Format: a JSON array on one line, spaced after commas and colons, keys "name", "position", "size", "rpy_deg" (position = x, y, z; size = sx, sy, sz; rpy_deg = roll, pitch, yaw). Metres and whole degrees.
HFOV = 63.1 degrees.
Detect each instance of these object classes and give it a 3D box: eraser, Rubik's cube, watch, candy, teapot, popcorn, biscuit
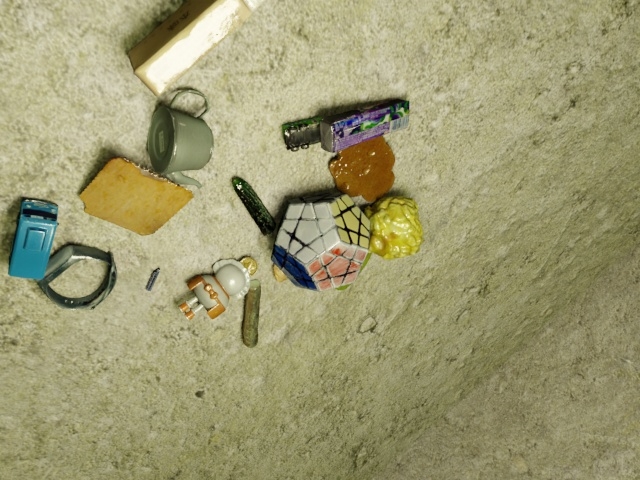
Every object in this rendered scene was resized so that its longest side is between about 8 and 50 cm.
[{"name": "eraser", "position": [-0.267, -0.471, 1.144], "size": [0.343, 0.144, 0.078], "rpy_deg": [-40, 132, 4]}, {"name": "Rubik's cube", "position": [0.000, 0.000, 1.573], "size": [0.264, 0.318, 0.319], "rpy_deg": [-47, 139, -25]}, {"name": "watch", "position": [-0.656, 0.101, 1.436], "size": [0.206, 0.068, 0.193], "rpy_deg": [-37, 137, 7]}, {"name": "candy", "position": [0.131, -0.330, 1.474], "size": [0.312, 0.061, 0.088], "rpy_deg": [-24, 130, -33]}, {"name": "teapot", "position": [-0.325, -0.250, 1.292], "size": [0.148, 0.162, 0.240], "rpy_deg": [0, 98, -39]}, {"name": "popcorn", "position": [0.210, -0.032, 1.705], "size": [0.251, 0.237, 0.206], "rpy_deg": [-17, 92, 15]}, {"name": "biscuit", "position": [-0.482, -0.105, 1.349], "size": [0.236, 0.013, 0.232], "rpy_deg": [-35, 137, 30]}, {"name": "biscuit", "position": [0.128, -0.230, 1.615], "size": [0.208, 0.041, 0.290], "rpy_deg": [-39, 133, 3]}]

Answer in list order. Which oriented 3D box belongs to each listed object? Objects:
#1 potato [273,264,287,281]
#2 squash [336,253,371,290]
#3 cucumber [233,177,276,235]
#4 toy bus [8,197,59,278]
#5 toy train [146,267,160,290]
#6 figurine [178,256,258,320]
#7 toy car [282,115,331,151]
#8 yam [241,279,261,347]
[{"name": "potato", "position": [-0.126, 0.102, 1.733], "size": [0.068, 0.063, 0.083], "rpy_deg": [5, 145, -14]}, {"name": "squash", "position": [0.116, 0.095, 1.853], "size": [0.066, 0.066, 0.201], "rpy_deg": [32, 99, -41]}, {"name": "cucumber", "position": [-0.198, -0.104, 1.528], "size": [0.052, 0.058, 0.215], "rpy_deg": [-9, 136, 23]}, {"name": "toy bus", "position": [-0.713, -0.002, 1.295], "size": [0.089, 0.106, 0.185], "rpy_deg": [11, 119, -31]}, {"name": "toy train", "position": [-0.501, 0.115, 1.563], "size": [0.017, 0.017, 0.083], "rpy_deg": [17, 115, -29]}, {"name": "figurine", "position": [-0.313, 0.145, 1.612], "size": [0.271, 0.143, 0.143], "rpy_deg": [-36, 134, 4]}, {"name": "toy car", "position": [-0.028, -0.305, 1.458], "size": [0.164, 0.063, 0.071], "rpy_deg": [-18, 132, -15]}, {"name": "yam", "position": [-0.235, 0.255, 1.790], "size": [0.061, 0.061, 0.274], "rpy_deg": [-8, 127, -23]}]
